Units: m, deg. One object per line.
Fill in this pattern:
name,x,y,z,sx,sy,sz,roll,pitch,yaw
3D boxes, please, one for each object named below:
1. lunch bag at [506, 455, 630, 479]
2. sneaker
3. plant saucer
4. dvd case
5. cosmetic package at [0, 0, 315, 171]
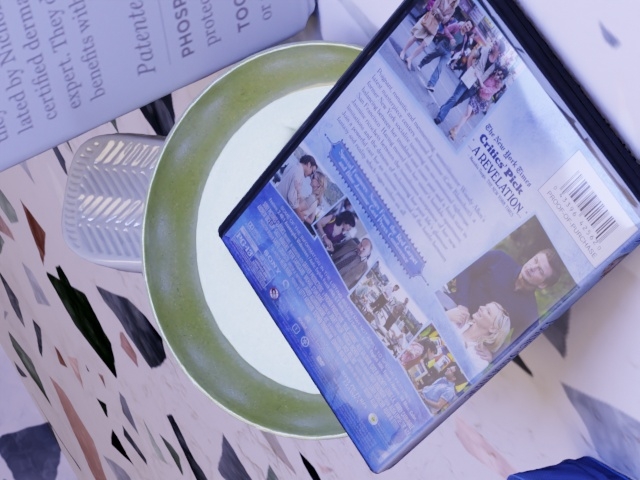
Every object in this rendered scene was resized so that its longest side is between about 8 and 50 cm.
lunch bag,0.163,0.172,0.966,0.098,0.065,0.067,29,127,58
sneaker,-0.013,-0.004,1.114,0.350,0.148,0.131,19,96,37
plant saucer,0.000,0.000,0.988,0.241,0.241,0.037,55,-159,18
dvd case,0.054,-0.010,0.883,0.180,0.022,0.253,56,131,17
cosmetic package,-0.264,-0.253,0.968,0.329,0.393,0.327,46,155,39
